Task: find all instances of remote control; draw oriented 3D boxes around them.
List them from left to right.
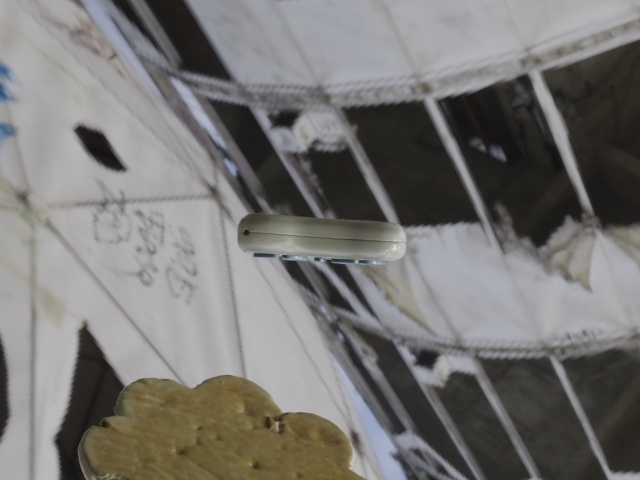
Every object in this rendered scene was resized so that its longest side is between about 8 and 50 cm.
[{"bbox_3d":[0.000,0.000,0.885,0.122,0.074,0.032,4,-92,-3],"label":"remote control"}]

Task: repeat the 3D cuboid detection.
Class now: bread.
[{"bbox_3d":[-0.061,0.189,0.990,0.251,0.039,0.182,24,-148,8],"label":"bread"}]
